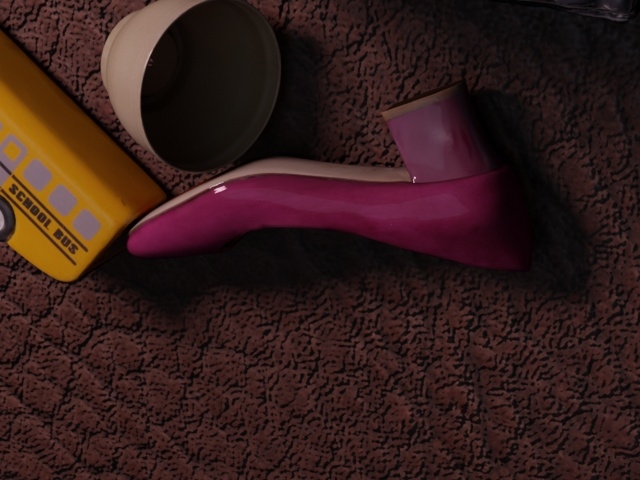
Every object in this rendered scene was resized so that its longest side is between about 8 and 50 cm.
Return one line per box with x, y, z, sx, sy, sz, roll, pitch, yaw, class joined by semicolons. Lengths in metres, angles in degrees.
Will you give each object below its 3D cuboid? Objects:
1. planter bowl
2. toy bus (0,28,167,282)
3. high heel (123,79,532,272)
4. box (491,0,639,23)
-0.132;-0.153;1.433;0.109;0.162;0.162;25;119;41;planter bowl
-0.318;-0.107;1.538;0.332;0.108;0.130;45;118;2;toy bus
0.000;0.000;1.438;0.377;0.127;0.181;-19;97;26;high heel
0.046;-0.436;1.116;0.471;0.297;0.480;11;109;17;box
